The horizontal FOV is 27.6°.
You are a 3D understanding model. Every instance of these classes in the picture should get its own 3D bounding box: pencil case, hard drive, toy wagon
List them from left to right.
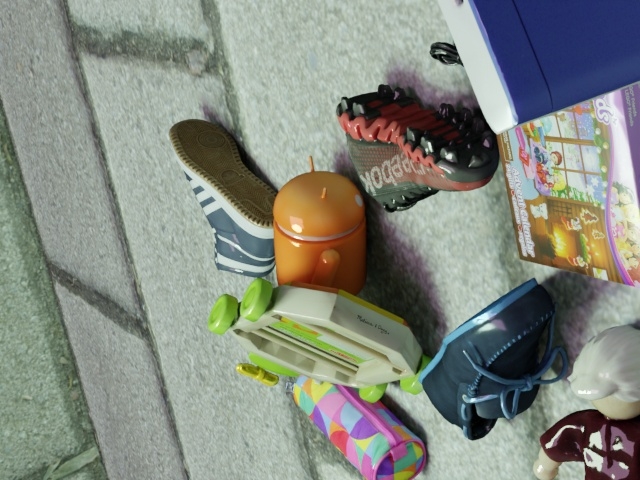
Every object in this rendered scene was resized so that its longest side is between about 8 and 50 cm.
[{"bbox_3d":[-0.018,0.140,1.771,0.344,0.267,0.068,-24,43,61],"label":"toy wagon"},{"bbox_3d":[0.051,0.261,1.885,0.236,0.104,0.104,41,143,41],"label":"pencil case"},{"bbox_3d":[0.218,-0.221,0.925,0.040,0.319,0.210,-26,86,65],"label":"hard drive"}]

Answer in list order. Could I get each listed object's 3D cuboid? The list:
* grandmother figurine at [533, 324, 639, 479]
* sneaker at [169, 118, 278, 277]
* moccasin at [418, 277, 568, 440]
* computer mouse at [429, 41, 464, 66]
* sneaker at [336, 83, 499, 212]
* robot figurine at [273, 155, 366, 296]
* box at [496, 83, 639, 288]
[{"bbox_3d":[0.316,0.248,1.363,0.208,0.104,0.342,6,115,32],"label":"grandmother figurine"},{"bbox_3d":[-0.154,-0.060,2.043,0.282,0.099,0.153,48,146,32],"label":"sneaker"},{"bbox_3d":[0.210,0.141,1.475,0.117,0.138,0.342,57,167,14],"label":"moccasin"},{"bbox_3d":[0.149,-0.261,1.355,0.106,0.042,0.193,38,141,49],"label":"computer mouse"},{"bbox_3d":[0.116,-0.089,1.490,0.276,0.098,0.135,29,134,56],"label":"sneaker"},{"bbox_3d":[0.001,0.001,1.750,0.128,0.158,0.219,17,128,26],"label":"robot figurine"},{"bbox_3d":[0.248,-0.109,1.257,0.201,0.057,0.293,15,122,59],"label":"box"}]
